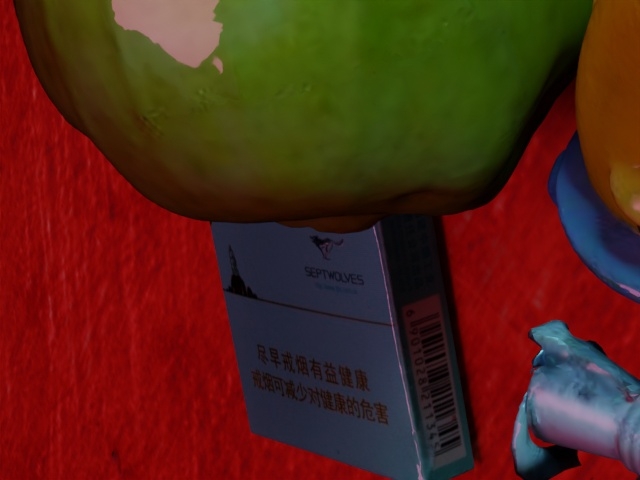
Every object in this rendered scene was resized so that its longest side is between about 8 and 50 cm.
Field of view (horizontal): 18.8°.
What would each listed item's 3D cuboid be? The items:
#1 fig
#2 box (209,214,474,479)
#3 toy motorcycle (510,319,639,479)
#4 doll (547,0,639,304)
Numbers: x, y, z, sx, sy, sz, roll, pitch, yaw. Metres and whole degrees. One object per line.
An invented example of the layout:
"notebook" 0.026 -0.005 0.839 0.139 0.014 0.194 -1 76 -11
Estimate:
"fig" -0.003 -0.138 0.724 0.239 0.239 0.271 10 111 56
"box" 0.000 -0.001 0.970 0.162 0.041 0.229 8 112 56
"toy motorcycle" 0.158 0.096 0.533 0.401 0.207 0.134 19 134 37
"doll" 0.164 -0.073 0.567 0.199 0.145 0.363 38 151 -8
